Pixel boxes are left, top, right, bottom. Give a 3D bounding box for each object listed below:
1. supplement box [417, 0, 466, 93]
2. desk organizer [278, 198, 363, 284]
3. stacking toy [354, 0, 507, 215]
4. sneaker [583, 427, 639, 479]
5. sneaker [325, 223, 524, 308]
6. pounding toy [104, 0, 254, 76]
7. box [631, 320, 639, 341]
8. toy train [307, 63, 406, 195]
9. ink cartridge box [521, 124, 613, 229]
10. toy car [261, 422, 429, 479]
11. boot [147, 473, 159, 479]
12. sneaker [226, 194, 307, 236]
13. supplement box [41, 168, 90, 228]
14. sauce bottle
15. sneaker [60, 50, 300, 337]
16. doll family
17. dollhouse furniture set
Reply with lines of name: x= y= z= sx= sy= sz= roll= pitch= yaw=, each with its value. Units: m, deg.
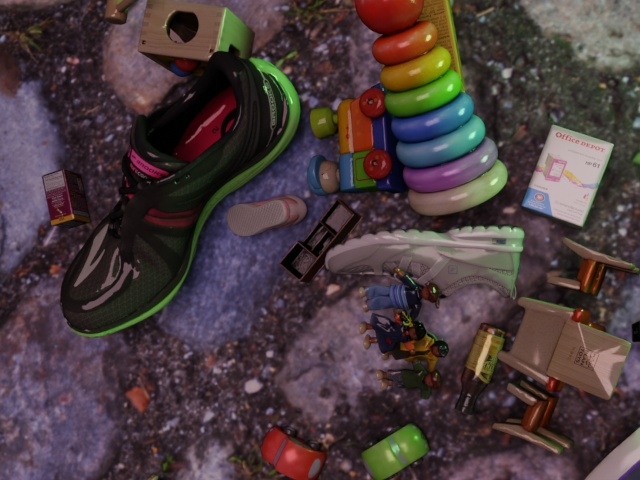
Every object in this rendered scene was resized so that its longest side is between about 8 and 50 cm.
supplement box: x=0.151 y=-0.320 z=1.336 sx=0.080 sy=0.078 sz=0.233 roll=-13 pitch=81 yaw=14
desk organizer: x=0.000 y=0.000 z=1.362 sx=0.047 sy=0.050 sz=0.130 roll=40 pitch=96 yaw=14
stacking toy: x=0.137 y=-0.205 z=1.232 sx=0.141 sy=0.141 sz=0.330 roll=-17 pitch=109 yaw=13
sneaker: x=0.492 y=0.316 z=1.152 sx=0.323 sy=0.130 sz=0.236 roll=-44 pitch=69 yaw=7
sneaker: x=0.141 y=0.040 z=1.295 sx=0.282 sy=0.105 sz=0.115 roll=-3 pitch=90 yaw=17
pounding toy: x=-0.230 y=-0.303 z=1.381 sx=0.206 sy=0.181 sz=0.094 roll=10 pitch=88 yaw=16
box: x=0.458 y=0.112 z=1.173 sx=0.116 sy=0.162 sz=0.029 roll=-4 pitch=84 yaw=14
toy train: x=0.048 y=-0.187 z=1.348 sx=0.144 sy=0.105 sz=0.247 roll=-7 pitch=83 yaw=28
ink cartridge box: x=0.339 y=-0.088 z=1.279 sx=0.089 sy=0.052 sz=0.122 roll=21 pitch=90 yaw=16
toy car: x=0.049 y=0.332 z=1.320 sx=0.225 sy=0.053 sz=0.239 roll=-34 pitch=78 yaw=10
boot: x=-0.256 y=0.431 z=1.394 sx=0.085 sy=0.059 sz=0.157 roll=23 pitch=100 yaw=12
sneaker: x=-0.077 y=-0.038 z=1.392 sx=0.134 sy=0.070 sz=0.050 roll=-9 pitch=92 yaw=43
supplement box: x=-0.403 y=-0.065 z=1.473 sx=0.043 sy=0.055 sz=0.083 roll=-15 pitch=81 yaw=13
sauce bottle: x=0.221 y=0.179 z=1.295 sx=0.042 sy=0.042 sz=0.128 roll=19 pitch=93 yaw=16
sneaker: x=-0.237 y=-0.078 z=1.340 sx=0.185 sy=0.202 sz=0.482 roll=37 pitch=92 yaw=33
doll family: x=0.123 y=0.130 z=1.287 sx=0.111 sy=0.076 sz=0.193 roll=-5 pitch=124 yaw=32
dollhouse furniture set: x=0.322 y=0.140 z=1.159 sx=0.135 sy=0.259 sz=0.261 roll=21 pitch=93 yaw=25
